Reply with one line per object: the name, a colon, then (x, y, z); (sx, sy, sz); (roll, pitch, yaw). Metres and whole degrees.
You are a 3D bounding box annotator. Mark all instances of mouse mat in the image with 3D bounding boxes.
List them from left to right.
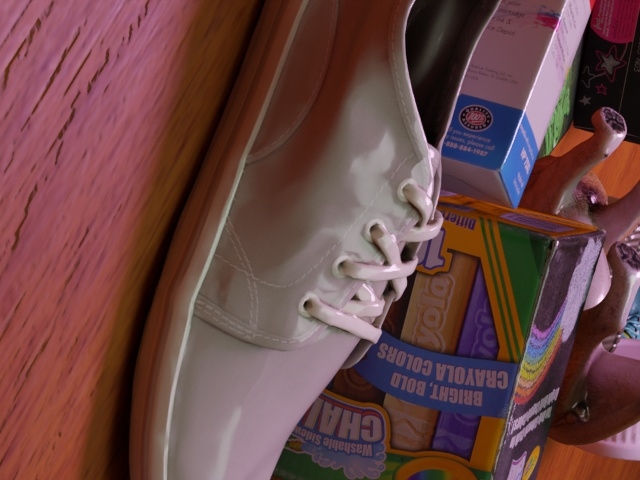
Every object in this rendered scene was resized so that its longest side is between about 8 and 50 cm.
mouse mat: (0.254, -0.171, 1.536); (0.152, 0.007, 0.190); (-48, 148, -48)

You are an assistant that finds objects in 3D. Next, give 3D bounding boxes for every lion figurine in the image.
lion figurine: (0.211, 0.050, 1.235); (0.240, 0.142, 0.392); (-47, -160, 38)

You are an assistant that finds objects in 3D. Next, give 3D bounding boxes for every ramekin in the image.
ramekin: (0.433, 0.214, 2.007); (0.207, 0.207, 0.109); (-31, 125, -60)

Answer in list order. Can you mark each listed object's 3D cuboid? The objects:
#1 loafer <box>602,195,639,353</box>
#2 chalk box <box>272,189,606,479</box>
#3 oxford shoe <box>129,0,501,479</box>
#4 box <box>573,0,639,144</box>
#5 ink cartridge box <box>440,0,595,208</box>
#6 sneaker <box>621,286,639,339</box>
loafer: (0.282, 0.059, 1.575); (0.102, 0.092, 0.268); (-6, 130, -38)
chalk box: (0.076, 0.108, 1.077); (0.180, 0.179, 0.289); (-6, 112, -68)
oxford shoe: (0.000, 0.000, 0.877); (0.449, 0.130, 0.169); (-71, 160, -2)
box: (0.397, -0.241, 1.615); (0.142, 0.163, 0.247); (-43, 143, -53)
ink cartridge box: (0.111, -0.153, 1.021); (0.231, 0.134, 0.078); (-67, 157, -13)
sneaker: (0.463, 0.169, 2.186); (0.275, 0.107, 0.110); (-66, 148, -17)
